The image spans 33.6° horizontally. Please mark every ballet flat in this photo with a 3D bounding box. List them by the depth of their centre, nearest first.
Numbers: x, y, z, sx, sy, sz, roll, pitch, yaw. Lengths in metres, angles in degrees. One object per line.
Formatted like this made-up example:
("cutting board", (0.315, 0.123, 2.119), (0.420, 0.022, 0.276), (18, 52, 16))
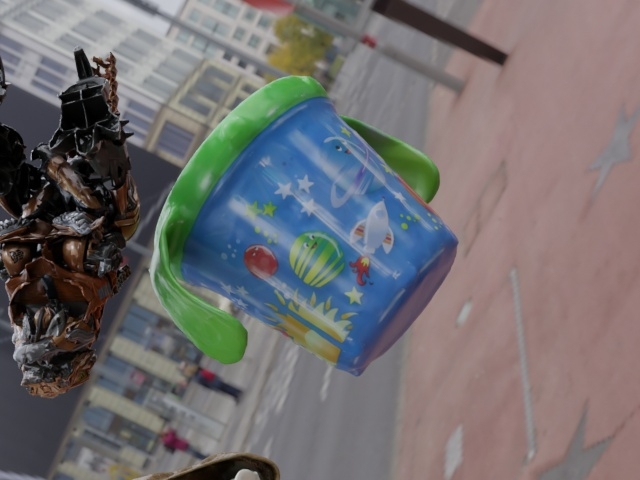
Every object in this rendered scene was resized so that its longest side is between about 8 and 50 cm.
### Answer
("ballet flat", (-0.163, 0.329, 1.288), (0.124, 0.116, 0.342), (-24, -9, 33))

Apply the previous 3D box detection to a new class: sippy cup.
("sippy cup", (0.000, 0.000, 1.010), (0.305, 0.224, 0.240), (-49, -15, -9))

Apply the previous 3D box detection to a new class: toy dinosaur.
("toy dinosaur", (-0.221, -0.036, 0.892), (0.218, 0.164, 0.322), (73, 176, -51))
